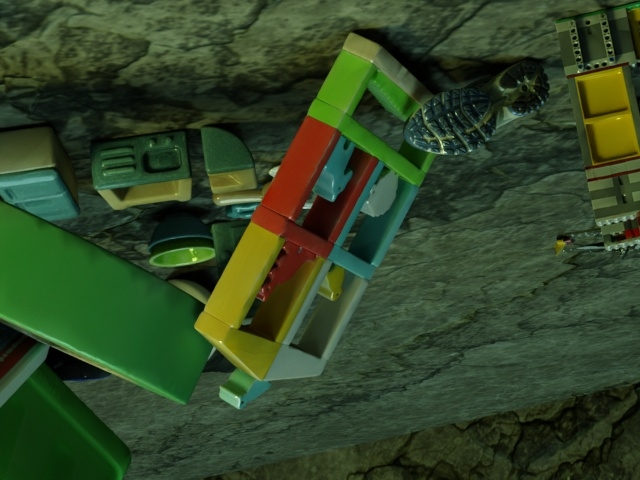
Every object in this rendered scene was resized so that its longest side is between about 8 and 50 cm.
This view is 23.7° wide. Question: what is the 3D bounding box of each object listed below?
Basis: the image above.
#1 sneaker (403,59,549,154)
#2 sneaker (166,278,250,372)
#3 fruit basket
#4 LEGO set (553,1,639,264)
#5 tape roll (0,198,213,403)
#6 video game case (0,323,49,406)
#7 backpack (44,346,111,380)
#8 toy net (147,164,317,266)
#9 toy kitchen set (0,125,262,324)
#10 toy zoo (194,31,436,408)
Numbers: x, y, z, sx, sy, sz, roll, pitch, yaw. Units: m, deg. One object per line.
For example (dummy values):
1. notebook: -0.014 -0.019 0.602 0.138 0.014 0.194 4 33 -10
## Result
1. sneaker: 0.119 -0.100 1.221 0.135 0.052 0.058 -22 -175 -26
2. sneaker: -0.110 0.098 1.768 0.147 0.104 0.296 -5 170 -17
3. fruit basket: -0.405 0.171 1.571 0.283 0.392 0.392 -31 159 12
4. LEGO set: 0.314 -0.068 1.217 0.255 0.192 0.331 -10 165 4
5. tape roll: -0.235 0.030 1.196 0.321 0.077 0.321 24 171 4
6. video game case: -0.390 0.075 1.282 0.285 0.025 0.204 18 -166 2
7. backpack: -0.286 0.103 1.699 0.120 0.098 0.101 3 -170 -35
8. toy net: -0.056 -0.023 1.454 0.232 0.045 0.122 -21 160 36
9. toy kitchen set: -0.150 -0.006 1.241 0.207 0.166 0.122 -8 165 -1
10. toy zoo: 0.000 0.000 1.195 0.030 0.293 0.192 28 179 25
